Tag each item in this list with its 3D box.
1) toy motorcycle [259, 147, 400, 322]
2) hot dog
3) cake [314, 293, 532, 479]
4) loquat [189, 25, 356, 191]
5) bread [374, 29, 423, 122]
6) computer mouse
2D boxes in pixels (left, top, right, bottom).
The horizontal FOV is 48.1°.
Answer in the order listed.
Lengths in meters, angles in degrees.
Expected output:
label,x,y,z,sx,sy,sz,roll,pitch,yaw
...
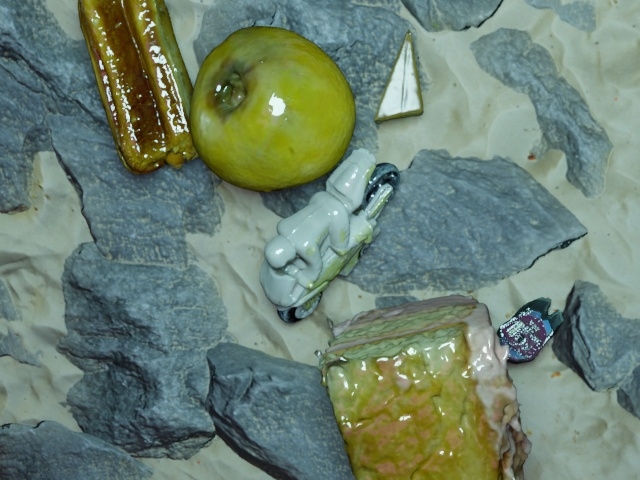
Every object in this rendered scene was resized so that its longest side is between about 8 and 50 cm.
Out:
label,x,y,z,sx,sy,sz,roll,pitch,yaw
toy motorcycle,0.000,0.000,1.193,0.108,0.223,0.340,43,105,29
hot dog,-0.312,-0.285,1.248,0.158,0.117,0.348,-18,97,-9
cake,0.172,0.265,1.156,0.294,0.307,0.314,-13,95,7
loquat,-0.077,-0.201,1.156,0.275,0.275,0.274,1,98,9
bread,0.121,-0.273,1.204,0.084,0.074,0.139,-9,97,7
computer mouse,0.357,0.157,1.242,0.135,0.047,0.079,-44,82,3
